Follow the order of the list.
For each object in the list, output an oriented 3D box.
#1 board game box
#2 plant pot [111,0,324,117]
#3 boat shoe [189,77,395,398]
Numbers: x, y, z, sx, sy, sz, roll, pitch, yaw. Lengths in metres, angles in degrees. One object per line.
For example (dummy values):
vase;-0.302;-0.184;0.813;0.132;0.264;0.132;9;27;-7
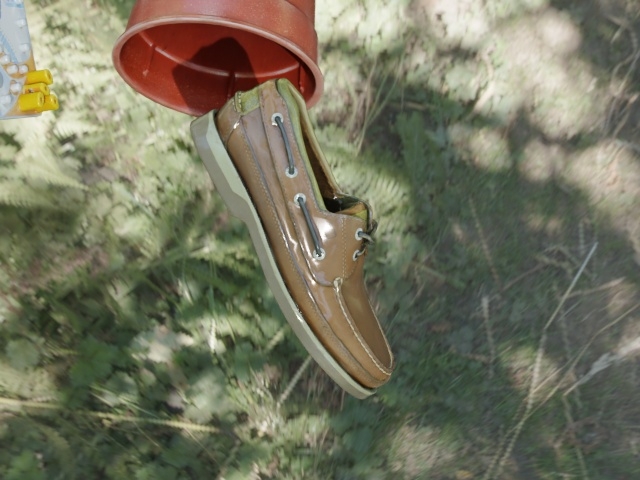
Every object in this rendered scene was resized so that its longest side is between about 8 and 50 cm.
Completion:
board game box;-0.544;-0.377;1.807;0.050;0.390;0.389;-8;96;18
plant pot;-0.115;-0.332;1.557;0.272;0.272;0.265;7;70;1
boat shoe;0.000;0.000;1.082;0.104;0.110;0.307;-28;101;12
